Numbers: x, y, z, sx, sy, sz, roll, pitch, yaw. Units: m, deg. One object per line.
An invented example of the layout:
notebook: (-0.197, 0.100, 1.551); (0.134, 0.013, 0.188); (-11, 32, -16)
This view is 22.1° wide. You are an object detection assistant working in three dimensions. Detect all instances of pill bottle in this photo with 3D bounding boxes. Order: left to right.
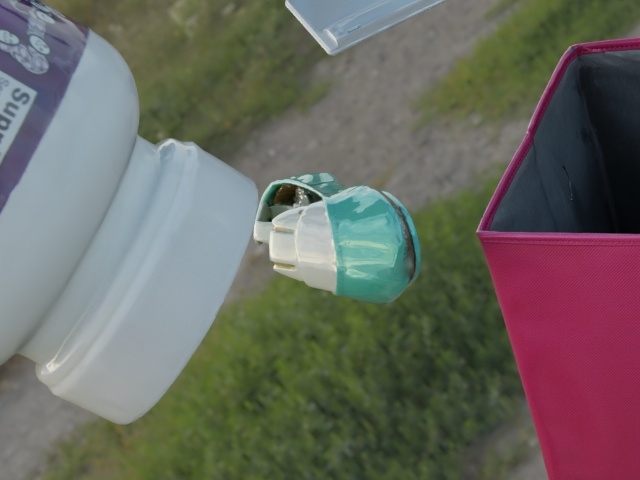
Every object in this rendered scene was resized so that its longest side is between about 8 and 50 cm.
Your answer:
pill bottle: (-0.184, -0.044, 0.688); (0.169, 0.301, 0.169); (-52, 18, 25)

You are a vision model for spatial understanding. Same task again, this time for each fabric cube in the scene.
fabric cube: (0.295, 0.021, 1.207); (0.254, 0.258, 0.259); (0, 38, 28)

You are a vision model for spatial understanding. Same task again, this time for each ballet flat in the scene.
ballet flat: (0.000, 0.000, 1.152); (0.087, 0.083, 0.247); (-8, 9, -11)

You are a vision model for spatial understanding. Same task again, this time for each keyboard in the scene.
keyboard: (0.102, -0.201, 1.139); (0.256, 0.014, 0.072); (-27, 42, -12)
